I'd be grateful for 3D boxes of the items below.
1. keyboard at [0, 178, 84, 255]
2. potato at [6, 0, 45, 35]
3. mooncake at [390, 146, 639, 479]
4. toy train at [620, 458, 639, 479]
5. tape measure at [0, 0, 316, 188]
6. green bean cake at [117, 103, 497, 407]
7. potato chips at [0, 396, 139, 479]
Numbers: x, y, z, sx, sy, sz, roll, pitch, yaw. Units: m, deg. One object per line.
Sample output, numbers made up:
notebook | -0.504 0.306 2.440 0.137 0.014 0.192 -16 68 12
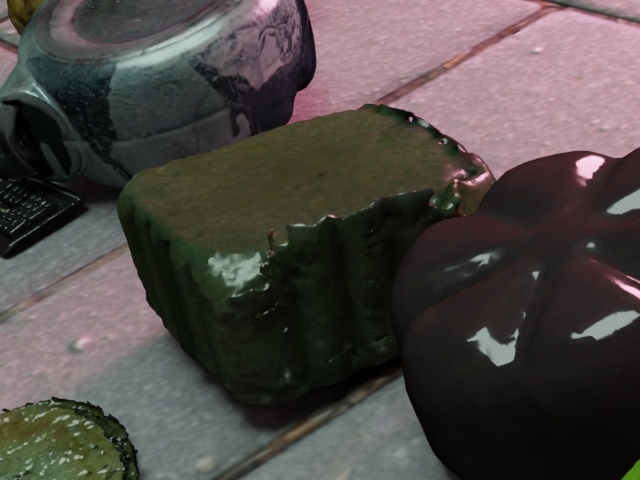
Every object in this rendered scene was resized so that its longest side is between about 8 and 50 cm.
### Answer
keyboard | -0.300 -0.041 1.435 0.093 0.025 0.230 -37 34 -26
potato | -0.163 -0.246 1.598 0.300 0.140 0.173 -9 35 -2
mooncake | 0.161 0.045 0.918 0.245 0.133 0.245 -20 29 12
toy train | 0.277 0.142 0.645 0.249 0.173 0.307 -42 36 -23
tape measure | -0.140 -0.156 1.410 0.275 0.147 0.256 -5 39 19
green bean cake | 0.000 0.000 1.089 0.227 0.125 0.222 -25 27 -17
potato chips | -0.223 0.170 1.021 0.220 0.029 0.202 -30 30 -26
